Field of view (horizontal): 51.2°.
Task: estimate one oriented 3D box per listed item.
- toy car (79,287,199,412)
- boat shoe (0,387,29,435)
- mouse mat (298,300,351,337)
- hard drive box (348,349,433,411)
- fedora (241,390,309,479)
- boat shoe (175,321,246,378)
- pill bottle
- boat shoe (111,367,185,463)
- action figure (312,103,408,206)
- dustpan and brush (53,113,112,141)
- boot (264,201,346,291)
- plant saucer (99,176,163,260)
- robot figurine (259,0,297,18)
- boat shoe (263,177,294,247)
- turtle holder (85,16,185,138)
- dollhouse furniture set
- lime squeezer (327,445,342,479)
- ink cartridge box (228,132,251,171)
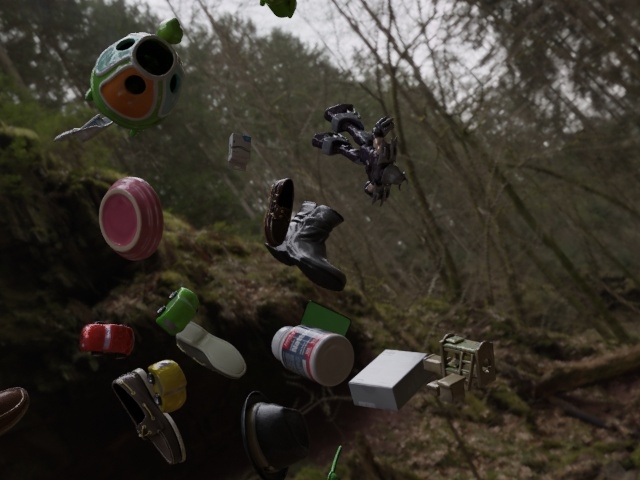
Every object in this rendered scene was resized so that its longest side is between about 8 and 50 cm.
[{"bbox_3d":[-0.300,0.177,1.266,0.053,0.239,0.225,-22,29,50],"label":"toy car"},{"bbox_3d":[-0.973,0.497,1.840,0.324,0.123,0.116,-27,-37,-24],"label":"boat shoe"},{"bbox_3d":[0.002,0.291,2.091,0.189,0.153,0.007,-70,-10,24],"label":"mouse mat"},{"bbox_3d":[0.236,0.461,2.223,0.181,0.089,0.232,-3,19,42],"label":"hard drive box"},{"bbox_3d":[-0.132,0.650,2.243,0.153,0.333,0.334,-17,-8,15],"label":"fedora"},{"bbox_3d":[-0.400,0.409,2.425,0.109,0.305,0.091,-45,-17,-42],"label":"boat shoe"},{"bbox_3d":[-0.023,0.237,1.413,0.108,0.107,0.180,-29,20,-31],"label":"pill bottle"},{"bbox_3d":[-0.525,0.548,2.040,0.097,0.324,0.116,-19,-21,-44],"label":"boat shoe"},{"bbox_3d":[0.100,-0.194,1.437,0.099,0.285,0.185,-7,-53,-35],"label":"action figure"},{"bbox_3d":[-0.700,-0.326,1.973,0.211,0.060,0.147,-28,16,21],"label":"dustpan and brush"},{"bbox_3d":[0.000,0.000,2.022,0.222,0.338,0.118,-47,-39,-16],"label":"boot"},{"bbox_3d":[-0.757,-0.083,2.618,0.332,0.332,0.084,-45,-19,30],"label":"plant saucer"},{"bbox_3d":[-0.099,-0.584,1.611,0.067,0.101,0.115,-64,-24,-4],"label":"robot figurine"},{"bbox_3d":[-0.116,-0.083,1.926,0.073,0.206,0.073,19,-26,-39],"label":"boat shoe"},{"bbox_3d":[-0.472,-0.460,1.848,0.320,0.243,0.227,-36,2,-39],"label":"turtle holder"},{"bbox_3d":[0.274,0.278,1.521,0.161,0.101,0.182,-15,13,-38],"label":"dollhouse furniture set"},{"bbox_3d":[0.067,0.893,2.463,0.110,0.310,0.059,-34,-57,5],"label":"lime squeezer"},{"bbox_3d":[-0.197,-0.214,1.621,0.048,0.083,0.028,8,-17,-22],"label":"ink cartridge box"}]
